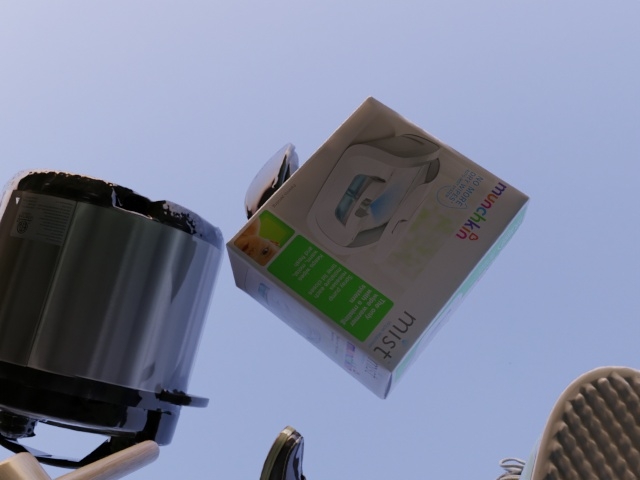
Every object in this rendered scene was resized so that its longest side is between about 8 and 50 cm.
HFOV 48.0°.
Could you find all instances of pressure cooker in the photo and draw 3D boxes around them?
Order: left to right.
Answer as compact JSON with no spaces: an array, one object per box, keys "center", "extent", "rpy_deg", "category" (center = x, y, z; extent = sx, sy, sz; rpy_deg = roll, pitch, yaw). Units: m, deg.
[{"center":[-0.372,0.134,1.124],"extent":[0.370,0.376,0.420],"rpy_deg":[-5,-112,55],"category":"pressure cooker"}]

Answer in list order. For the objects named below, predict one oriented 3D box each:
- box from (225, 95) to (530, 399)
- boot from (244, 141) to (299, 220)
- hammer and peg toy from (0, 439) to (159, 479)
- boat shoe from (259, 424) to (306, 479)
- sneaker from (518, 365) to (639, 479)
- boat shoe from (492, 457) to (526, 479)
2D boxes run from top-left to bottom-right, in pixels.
[{"center":[0.066,0.006,0.835],"extent":[0.231,0.126,0.262],"rpy_deg":[37,-110,17],"category":"box"},{"center":[0.000,0.000,1.073],"extent":[0.091,0.229,0.262],"rpy_deg":[-34,-142,41],"category":"boot"},{"center":[-0.251,0.316,0.584],"extent":[0.127,0.266,0.361],"rpy_deg":[47,-72,18],"category":"hammer and peg toy"},{"center":[-0.027,0.235,0.636],"extent":[0.049,0.056,0.152],"rpy_deg":[17,-66,22],"category":"boat shoe"},{"center":[0.168,0.276,0.505],"extent":[0.135,0.150,0.365],"rpy_deg":[23,-108,25],"category":"sneaker"},{"center":[0.239,0.344,0.912],"extent":[0.118,0.321,0.103],"rpy_deg":[8,-76,48],"category":"boat shoe"}]
